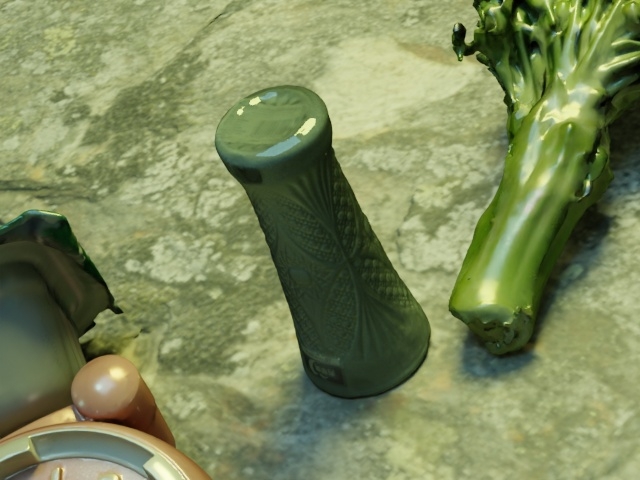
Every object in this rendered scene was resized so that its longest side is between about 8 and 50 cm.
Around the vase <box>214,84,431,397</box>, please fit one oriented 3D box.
[{"bbox_3d":[0.000,0.000,1.018,0.096,0.219,0.096,-13,41,12],"label":"vase"}]

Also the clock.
[{"bbox_3d":[-0.143,0.229,0.918,0.227,0.142,0.241,-32,51,-10],"label":"clock"}]

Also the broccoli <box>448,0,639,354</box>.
[{"bbox_3d":[0.162,-0.058,1.097,0.164,0.145,0.304,11,61,20],"label":"broccoli"}]

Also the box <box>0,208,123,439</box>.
[{"bbox_3d":[-0.281,0.131,1.029,0.336,0.264,0.106,-30,72,-7],"label":"box"}]
